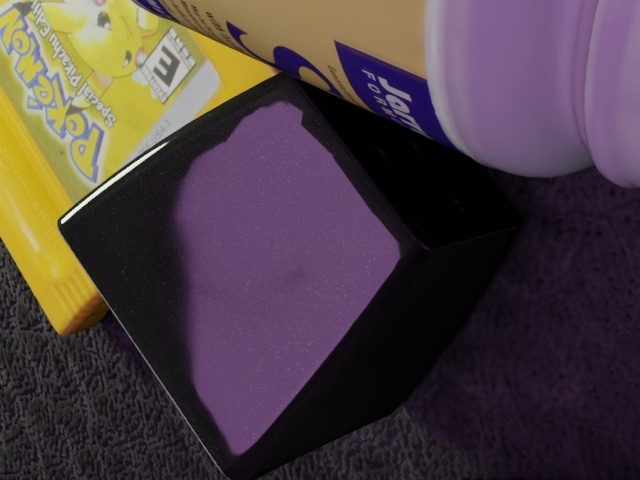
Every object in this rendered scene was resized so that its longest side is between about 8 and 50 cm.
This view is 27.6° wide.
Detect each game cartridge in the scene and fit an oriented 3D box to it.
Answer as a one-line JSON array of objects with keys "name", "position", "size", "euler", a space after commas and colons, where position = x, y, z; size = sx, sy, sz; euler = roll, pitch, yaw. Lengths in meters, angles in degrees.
[{"name": "game cartridge", "position": [-0.172, -0.126, 0.937], "size": [0.323, 0.052, 0.285], "euler": [-43, 75, 37]}]

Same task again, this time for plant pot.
[{"name": "plant pot", "position": [0.000, 0.000, 0.759], "size": [0.167, 0.188, 0.187], "euler": [-44, 74, 27]}]

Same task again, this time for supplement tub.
[{"name": "supplement tub", "position": [0.064, -0.173, 0.609], "size": [0.331, 0.241, 0.241], "euler": [28, 119, 31]}]
